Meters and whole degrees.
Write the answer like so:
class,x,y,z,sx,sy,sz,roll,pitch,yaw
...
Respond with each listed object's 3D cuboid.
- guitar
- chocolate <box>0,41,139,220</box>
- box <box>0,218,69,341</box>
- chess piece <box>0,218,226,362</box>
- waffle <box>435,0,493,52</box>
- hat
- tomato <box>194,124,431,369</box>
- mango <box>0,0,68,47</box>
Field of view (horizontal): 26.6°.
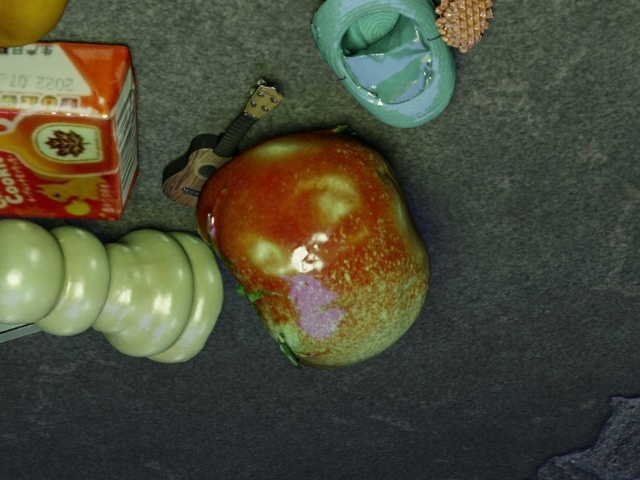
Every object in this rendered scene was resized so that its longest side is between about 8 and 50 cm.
class,x,y,z,sx,sy,sz,roll,pitch,yaw
guitar,-0.115,-0.123,1.663,0.083,0.038,0.271,15,145,-23
chocolate,-0.337,-0.124,1.599,0.234,0.108,0.237,3,146,-4
box,-0.420,0.065,1.887,0.225,0.086,0.129,-17,142,20
chess piece,-0.300,0.052,1.718,0.182,0.182,0.330,-30,151,35
waffle,0.156,-0.248,1.471,0.029,0.075,0.083,20,171,38
hat,0.072,-0.220,1.506,0.138,0.078,0.191,-23,122,15
tomato,0.000,0.000,1.649,0.239,0.303,0.303,-33,142,-3
mango,-0.319,-0.257,1.428,0.102,0.085,0.184,13,148,-19
